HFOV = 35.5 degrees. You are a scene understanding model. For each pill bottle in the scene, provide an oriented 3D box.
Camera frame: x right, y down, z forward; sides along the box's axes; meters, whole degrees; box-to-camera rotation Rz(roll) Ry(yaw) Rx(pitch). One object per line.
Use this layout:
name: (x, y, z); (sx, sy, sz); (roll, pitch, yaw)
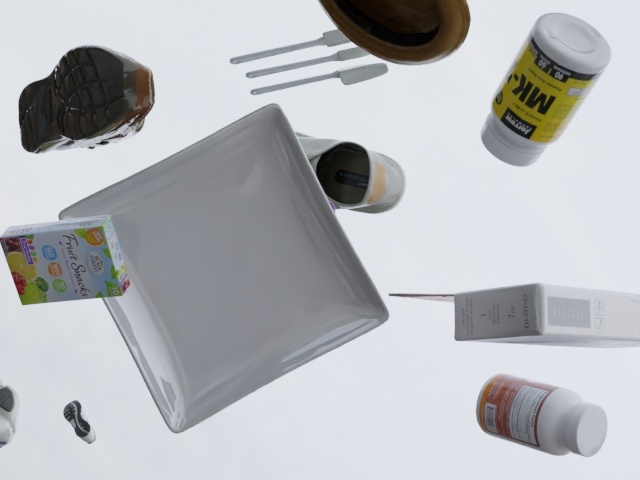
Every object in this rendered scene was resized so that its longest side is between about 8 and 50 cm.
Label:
pill bottle: (0.393, 0.314, 1.778); (0.216, 0.121, 0.121); (9, -55, 49)
pill bottle: (0.318, -0.213, 1.443); (0.119, 0.119, 0.208); (44, -42, 19)

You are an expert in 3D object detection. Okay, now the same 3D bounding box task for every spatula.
spatula: (-0.016, -0.288, 1.645); (0.168, 0.242, 0.019); (55, 24, -70)

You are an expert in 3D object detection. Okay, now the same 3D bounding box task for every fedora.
fedora: (0.080, -0.274, 1.048); (0.194, 0.079, 0.194); (27, -29, 17)

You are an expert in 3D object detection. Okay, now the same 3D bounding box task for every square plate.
square plate: (-0.132, 0.037, 1.392); (0.347, 0.344, 0.049); (62, -4, 0)

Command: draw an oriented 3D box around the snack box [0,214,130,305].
snack box: (-0.322, 0.026, 1.260); (0.141, 0.037, 0.100); (-6, -64, 11)

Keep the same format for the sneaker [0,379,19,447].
sneaker: (-0.335, 0.128, 0.856); (0.170, 0.068, 0.071); (35, -39, 8)

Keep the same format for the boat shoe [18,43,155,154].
boat shoe: (-0.294, -0.183, 1.327); (0.324, 0.120, 0.123); (-1, -91, 53)

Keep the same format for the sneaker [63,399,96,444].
sneaker: (-0.469, 0.357, 1.952); (0.109, 0.040, 0.044); (50, -12, 44)

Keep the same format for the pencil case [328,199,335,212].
pencil case: (0.000, 0.000, 1.724); (0.152, 0.064, 0.070); (84, -20, -46)

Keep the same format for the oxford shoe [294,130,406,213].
oxford shoe: (-0.051, -0.142, 1.988); (0.449, 0.130, 0.169); (10, -91, 26)

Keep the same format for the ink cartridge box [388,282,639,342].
ink cartridge box: (0.279, 0.102, 1.282); (0.261, 0.296, 0.066); (-10, -104, 52)
